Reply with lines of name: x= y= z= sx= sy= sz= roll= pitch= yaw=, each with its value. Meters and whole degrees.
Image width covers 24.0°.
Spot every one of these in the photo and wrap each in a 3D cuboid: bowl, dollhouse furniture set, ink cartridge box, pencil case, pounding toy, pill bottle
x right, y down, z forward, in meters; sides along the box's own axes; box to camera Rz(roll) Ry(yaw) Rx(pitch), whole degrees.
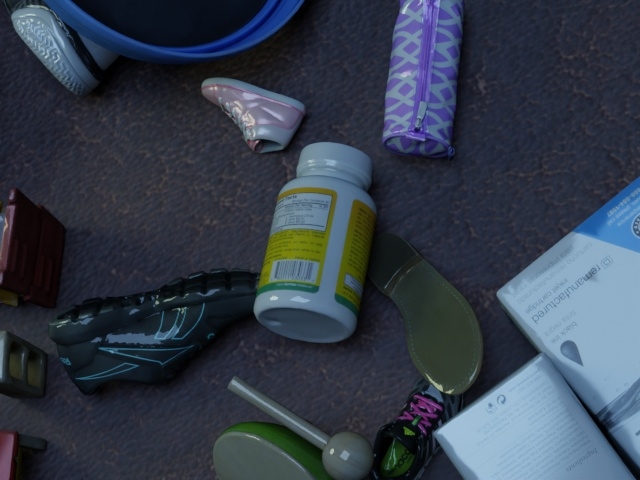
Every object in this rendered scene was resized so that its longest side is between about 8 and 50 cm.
bowl: x=-0.183 y=-0.391 z=1.770 sx=0.391 sy=0.077 sz=0.391 roll=6 pitch=76 yaw=-24
dollhouse furniture set: x=-0.432 y=0.131 z=1.747 sx=0.201 sy=0.152 sz=0.374 roll=0 pitch=75 yaw=14
ink cartridge box: x=0.368 y=0.114 z=1.571 sx=0.223 sy=0.129 sz=0.307 roll=-39 pitch=70 yaw=1
pencil case: x=0.119 y=-0.195 z=1.741 sx=0.086 sy=0.088 sz=0.206 roll=2 pitch=74 yaw=12
pounding toy: x=-0.012 y=0.229 z=1.611 sx=0.183 sy=0.237 sz=0.110 roll=34 pitch=54 yaw=18
pill bottle: x=0.000 y=0.000 z=1.692 sx=0.117 sy=0.117 sz=0.208 roll=4 pitch=66 yaw=15

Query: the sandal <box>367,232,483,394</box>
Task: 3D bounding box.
sandal: x=0.133 y=0.086 z=1.669 sx=0.088 sy=0.079 sz=0.240 roll=-44 pitch=46 yaw=12

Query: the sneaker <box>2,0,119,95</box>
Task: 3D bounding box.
sneaker: x=-0.328 y=-0.371 z=1.878 sx=0.210 sy=0.137 sz=0.366 roll=-38 pitch=74 yaw=0

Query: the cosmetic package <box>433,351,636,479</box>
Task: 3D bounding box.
cosmetic package: x=0.231 y=0.242 z=1.497 sx=0.138 sy=0.224 sz=0.225 roll=-37 pitch=81 yaw=2

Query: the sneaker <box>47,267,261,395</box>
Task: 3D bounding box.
sneaker: x=-0.175 y=0.103 z=1.740 sx=0.267 sy=0.101 sz=0.106 roll=-14 pitch=102 yaw=2

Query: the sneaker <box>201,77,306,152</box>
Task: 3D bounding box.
sneaker: x=-0.090 y=-0.147 z=1.797 sx=0.134 sy=0.051 sz=0.070 roll=18 pitch=74 yaw=13

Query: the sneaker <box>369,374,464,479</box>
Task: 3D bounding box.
sneaker: x=0.103 y=0.207 z=1.638 sx=0.063 sy=0.075 sz=0.170 roll=28 pitch=83 yaw=19
